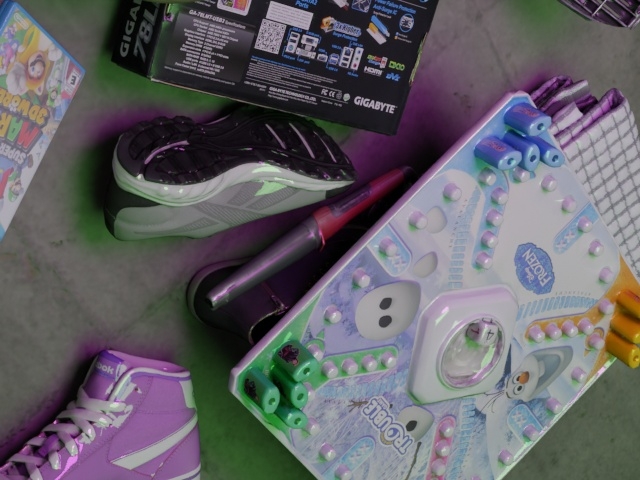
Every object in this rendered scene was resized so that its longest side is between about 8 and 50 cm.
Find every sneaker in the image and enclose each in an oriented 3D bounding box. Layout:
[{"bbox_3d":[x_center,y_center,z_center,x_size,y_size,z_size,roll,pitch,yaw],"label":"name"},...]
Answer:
[{"bbox_3d":[-0.084,-0.057,1.444,0.271,0.100,0.108,-7,141,-38],"label":"sneaker"},{"bbox_3d":[-0.006,0.054,1.523,0.222,0.118,0.083,-18,120,-29],"label":"sneaker"},{"bbox_3d":[-0.233,0.182,1.436,0.282,0.102,0.161,-17,117,-42],"label":"sneaker"}]

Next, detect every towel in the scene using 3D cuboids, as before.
[{"bbox_3d":[0.218,-0.013,1.663,0.283,0.121,0.235,-38,127,-15],"label":"towel"}]

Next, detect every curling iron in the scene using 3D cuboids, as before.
[{"bbox_3d":[0.000,0.000,1.484,0.274,0.035,0.068,-31,133,-36],"label":"curling iron"}]

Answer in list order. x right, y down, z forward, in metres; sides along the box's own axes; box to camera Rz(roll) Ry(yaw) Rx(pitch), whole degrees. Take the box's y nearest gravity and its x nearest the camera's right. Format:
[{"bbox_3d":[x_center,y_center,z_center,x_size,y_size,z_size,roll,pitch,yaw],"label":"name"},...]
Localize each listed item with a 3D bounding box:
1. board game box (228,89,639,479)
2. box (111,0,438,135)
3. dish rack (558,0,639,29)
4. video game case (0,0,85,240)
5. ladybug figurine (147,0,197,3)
[{"bbox_3d":[0.149,0.111,1.552,0.390,0.050,0.390,-45,133,-7],"label":"board game box"},{"bbox_3d":[-0.012,-0.261,1.398,0.295,0.073,0.293,9,100,-40],"label":"box"},{"bbox_3d":[0.305,-0.347,1.534,0.271,0.208,0.074,-49,172,3],"label":"dish rack"},{"bbox_3d":[-0.259,-0.095,1.283,0.166,0.015,0.119,-66,152,-13],"label":"video game case"},{"bbox_3d":[-0.056,-0.386,1.174,0.305,0.162,0.449,22,99,-19],"label":"ladybug figurine"}]
